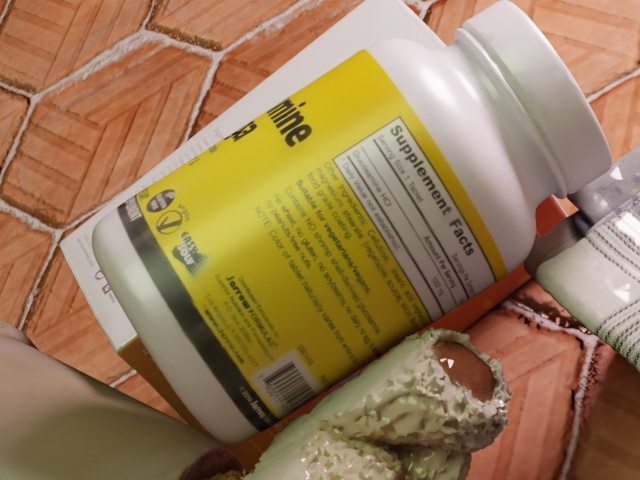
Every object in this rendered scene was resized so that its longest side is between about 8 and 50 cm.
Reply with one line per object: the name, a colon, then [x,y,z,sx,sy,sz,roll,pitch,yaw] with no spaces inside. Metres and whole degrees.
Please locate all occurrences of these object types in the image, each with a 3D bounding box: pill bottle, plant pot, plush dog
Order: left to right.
plant pot: [-0.217,0.225,1.382,0.280,0.323,0.323,8,57,24]
pill bottle: [0.025,-0.020,1.245,0.334,0.188,0.188,-33,39,-1]
plush dog: [0.047,0.224,1.211,0.211,0.225,0.262,-23,25,41]

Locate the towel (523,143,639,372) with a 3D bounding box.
towel: [0.329,-0.004,1.193,0.312,0.056,0.324,-37,43,-8]

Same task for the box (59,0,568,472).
box: [0.000,0.000,1.465,0.345,0.215,0.168,-39,40,2]
